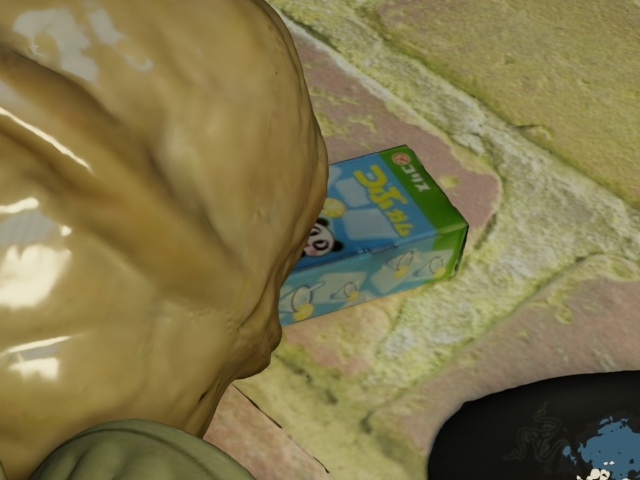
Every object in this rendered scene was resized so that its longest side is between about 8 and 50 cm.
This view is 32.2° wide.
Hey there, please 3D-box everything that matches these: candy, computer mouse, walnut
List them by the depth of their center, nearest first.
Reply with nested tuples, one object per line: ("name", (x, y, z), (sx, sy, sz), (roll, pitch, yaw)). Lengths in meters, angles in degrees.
("walnut", (-0.187, -0.022, 0.621), (0.381, 0.381, 0.381), (3, 45, -3))
("computer mouse", (0.204, 0.139, 0.681), (0.264, 0.088, 0.147), (3, 48, -8))
("candy", (0.000, 0.000, 0.806), (0.194, 0.062, 0.097), (-15, 48, -20))

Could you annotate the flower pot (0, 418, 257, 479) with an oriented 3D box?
("flower pot", (-0.137, 0.178, 0.364), (0.244, 0.307, 0.307), (-5, 40, -49))
